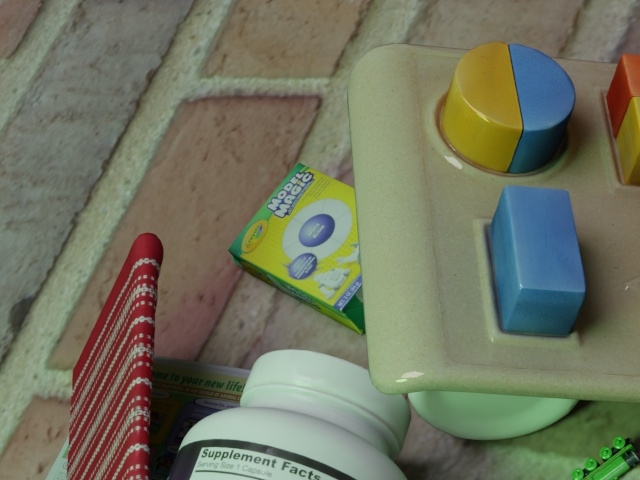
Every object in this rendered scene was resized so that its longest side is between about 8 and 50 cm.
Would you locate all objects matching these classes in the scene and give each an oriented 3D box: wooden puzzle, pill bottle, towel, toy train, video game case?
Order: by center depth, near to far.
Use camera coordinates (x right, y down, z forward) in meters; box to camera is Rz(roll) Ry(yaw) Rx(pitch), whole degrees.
[{"bbox_3d":[-0.042,0.245,1.310,0.181,0.181,0.323,-1,55,35],"label":"pill bottle"},{"bbox_3d":[0.202,-0.029,1.326,0.348,0.080,0.322,1,49,-5],"label":"wooden puzzle"},{"bbox_3d":[0.191,0.170,1.328,0.083,0.017,0.023,-38,52,4],"label":"toy train"},{"bbox_3d":[0.123,0.023,1.413,0.131,0.131,0.229,-21,46,20],"label":"pill bottle"},{"bbox_3d":[-0.162,0.151,1.473,0.199,0.031,0.275,119,157,-44],"label":"towel"},{"bbox_3d":[-0.134,0.186,1.543,0.212,0.023,0.193,5,59,39],"label":"video game case"}]

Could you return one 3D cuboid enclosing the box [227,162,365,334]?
[{"bbox_3d":[0.000,0.000,1.588,0.179,0.043,0.105,25,72,47],"label":"box"}]
